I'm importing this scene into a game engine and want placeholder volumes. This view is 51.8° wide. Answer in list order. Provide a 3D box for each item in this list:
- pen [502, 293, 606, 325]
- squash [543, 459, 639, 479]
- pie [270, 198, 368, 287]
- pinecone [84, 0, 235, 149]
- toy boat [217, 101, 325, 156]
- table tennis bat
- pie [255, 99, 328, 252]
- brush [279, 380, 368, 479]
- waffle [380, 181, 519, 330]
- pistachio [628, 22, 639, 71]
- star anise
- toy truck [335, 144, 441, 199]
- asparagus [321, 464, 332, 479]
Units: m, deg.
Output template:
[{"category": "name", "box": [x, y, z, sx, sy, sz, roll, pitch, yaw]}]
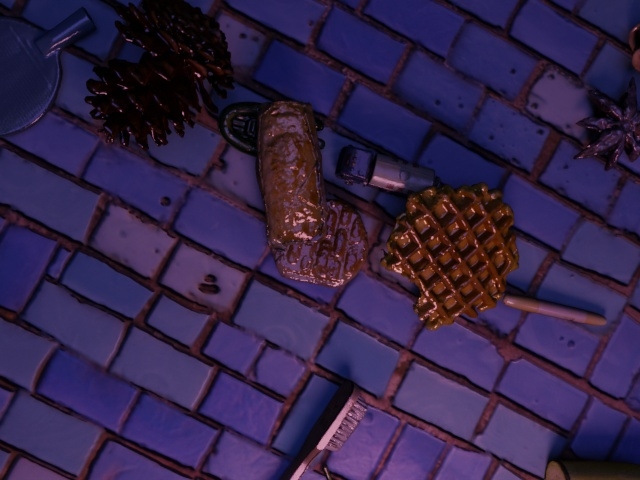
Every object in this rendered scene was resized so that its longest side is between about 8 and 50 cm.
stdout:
[{"category": "pen", "box": [0.480, 0.143, 1.354, 0.233, 0.040, 0.032, 14, 92, -11]}, {"category": "squash", "box": [0.590, 0.508, 1.327, 0.247, 0.132, 0.133, 1, 92, -6]}, {"category": "pie", "box": [0.000, 0.000, 1.288, 0.195, 0.046, 0.195, 0, 94, -6]}, {"category": "pinecone", "box": [-0.293, -0.289, 1.156, 0.246, 0.246, 0.292, 45, 100, -6]}, {"category": "toy boat", "box": [-0.093, -0.206, 1.267, 0.210, 0.052, 0.104, 14, 93, -8]}, {"category": "table tennis bat", "box": [-0.563, -0.324, 1.216, 0.329, 0.044, 0.215, -34, 94, -2]}, {"category": "pie", "box": [-0.056, -0.118, 1.223, 0.128, 0.068, 0.283, -5, 100, 1]}, {"category": "brush", "box": [-0.010, 0.425, 1.294, 0.065, 0.070, 0.327, 36, 89, -17]}, {"category": "waffle", "box": [0.254, 0.029, 1.276, 0.281, 0.058, 0.301, -17, 112, -9]}, {"category": "pistachio", "box": [0.733, -0.384, 1.316, 0.229, 0.157, 0.157, 6, 91, -1]}, {"category": "star anise", "box": [0.608, -0.237, 1.340, 0.204, 0.061, 0.181, -11, 93, -5]}, {"category": "toy truck", "box": [0.132, -0.126, 1.277, 0.201, 0.088, 0.074, 16, 91, -7]}, {"category": "asparagus", "box": [0.025, 0.505, 1.322, 0.015, 0.014, 0.114, -16, 93, 28]}]
